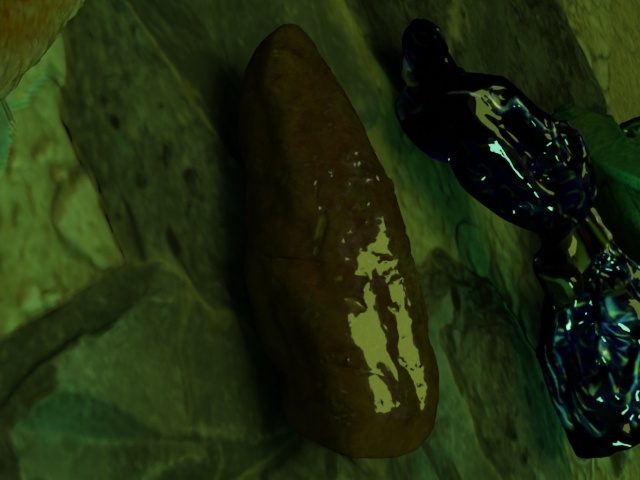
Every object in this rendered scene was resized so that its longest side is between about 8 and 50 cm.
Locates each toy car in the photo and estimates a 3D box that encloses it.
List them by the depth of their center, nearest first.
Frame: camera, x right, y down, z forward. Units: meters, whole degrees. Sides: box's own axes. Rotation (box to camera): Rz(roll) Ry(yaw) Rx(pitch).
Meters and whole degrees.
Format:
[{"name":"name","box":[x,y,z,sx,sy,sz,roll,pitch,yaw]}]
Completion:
[{"name":"toy car","box":[0.294,0.007,1.002,0.097,0.320,0.141,-43,132,-15]}]

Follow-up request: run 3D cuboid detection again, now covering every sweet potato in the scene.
[{"name":"sweet potato","box":[0.000,0.000,0.753,0.097,0.097,0.252,5,65,-55]}]

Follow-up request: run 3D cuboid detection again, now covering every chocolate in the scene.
[{"name":"chocolate","box":[0.160,-0.010,0.952,0.343,0.126,0.148,60,17,-15]}]

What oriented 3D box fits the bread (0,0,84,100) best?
[{"name":"bread","box":[-0.163,-0.149,0.546,0.190,0.123,0.244,55,35,-22]}]
